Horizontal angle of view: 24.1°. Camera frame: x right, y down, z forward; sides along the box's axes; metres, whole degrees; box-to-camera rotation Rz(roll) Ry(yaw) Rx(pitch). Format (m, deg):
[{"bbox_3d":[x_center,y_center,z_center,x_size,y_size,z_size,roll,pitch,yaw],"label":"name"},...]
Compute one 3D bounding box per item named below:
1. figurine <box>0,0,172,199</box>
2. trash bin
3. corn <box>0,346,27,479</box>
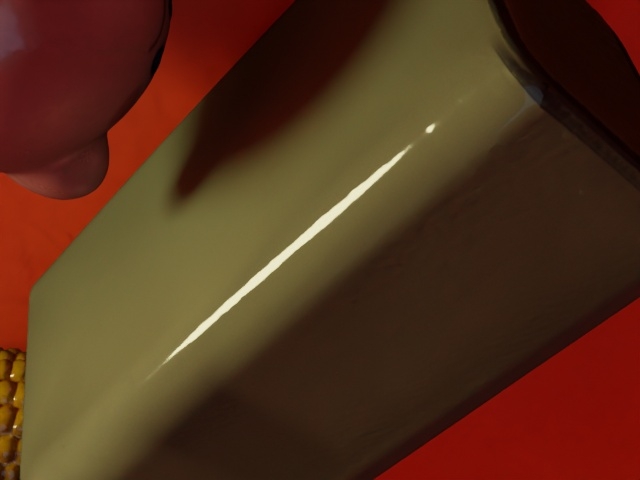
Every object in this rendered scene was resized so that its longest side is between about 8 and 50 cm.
[{"bbox_3d":[-0.151,-0.113,0.702,0.173,0.173,0.173,-5,126,-7],"label":"figurine"},{"bbox_3d":[0.000,0.000,0.781,0.343,0.223,0.158,-39,123,21],"label":"trash bin"},{"bbox_3d":[-0.276,0.111,0.883,0.305,0.106,0.106,3,125,-6],"label":"corn"}]
